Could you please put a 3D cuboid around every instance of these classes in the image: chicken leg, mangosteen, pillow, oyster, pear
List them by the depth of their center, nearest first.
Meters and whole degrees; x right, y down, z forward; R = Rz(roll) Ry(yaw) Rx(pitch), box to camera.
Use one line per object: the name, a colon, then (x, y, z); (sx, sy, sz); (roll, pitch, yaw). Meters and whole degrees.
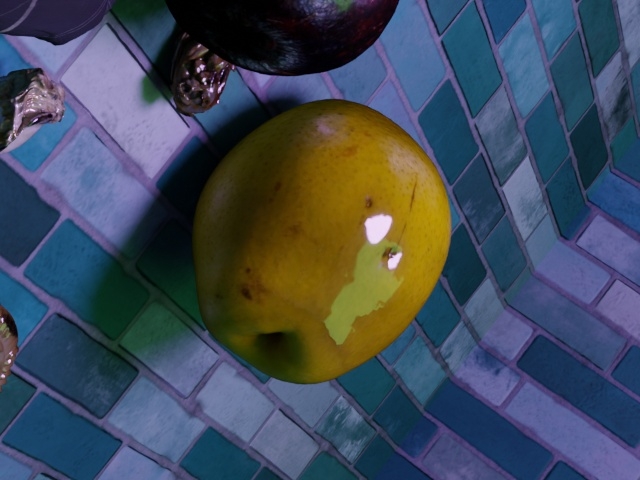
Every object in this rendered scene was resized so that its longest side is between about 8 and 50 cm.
pillow: (-0.297, -0.284, 1.696); (0.161, 0.093, 0.335); (-63, 156, 11)
oyster: (-0.348, -0.131, 1.852); (0.163, 0.081, 0.191); (-39, -179, 26)
mangosteen: (-0.040, -0.336, 1.891); (0.300, 0.300, 0.300); (-42, 154, -26)
chicken leg: (-0.129, -0.245, 2.103); (0.196, 0.080, 0.125); (-61, 167, -4)
pear: (0.000, 0.000, 2.314); (0.362, 0.362, 0.418); (96, 15, -49)

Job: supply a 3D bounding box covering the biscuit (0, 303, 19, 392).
biscuit: (-0.471, 0.163, 1.984); (0.259, 0.079, 0.259); (-42, 153, -27)
